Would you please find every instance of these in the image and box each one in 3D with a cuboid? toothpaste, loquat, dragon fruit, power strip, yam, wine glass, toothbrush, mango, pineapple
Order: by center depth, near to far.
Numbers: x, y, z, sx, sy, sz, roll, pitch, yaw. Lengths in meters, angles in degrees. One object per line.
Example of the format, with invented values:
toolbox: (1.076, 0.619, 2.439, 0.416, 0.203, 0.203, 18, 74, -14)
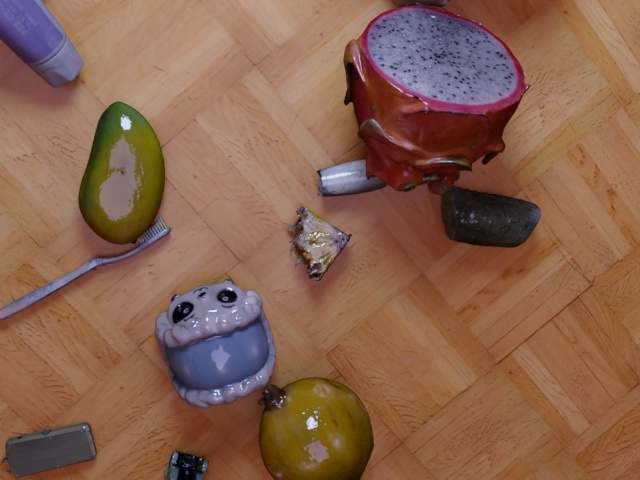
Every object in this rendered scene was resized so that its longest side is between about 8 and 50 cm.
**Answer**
toothpaste: (-0.486, -0.380, 1.026, 0.125, 0.080, 0.371, -52, 145, -14)
dragon fruit: (0.171, -0.219, 1.170, 0.305, 0.305, 0.226, 4, 140, -9)
mango: (-0.334, -0.110, 1.203, 0.137, 0.091, 0.237, 16, 98, -17)
toothbrush: (-0.438, 0.063, 1.253, 0.375, 0.028, 0.037, -29, 98, -2)
wine glass: (0.117, -0.123, 1.276, 0.262, 0.074, 0.074, -10, 102, -6)
loquat: (-0.022, 0.345, 1.279, 0.213, 0.213, 0.246, -42, 109, 1)
pineapple: (0.000, 0.000, 1.282, 0.116, 0.069, 0.137, -14, 101, -4)
yam: (0.311, -0.040, 1.304, 0.183, 0.107, 0.107, 7, 100, -11)
power strip: (-0.509, 0.391, 1.306, 0.169, 0.028, 0.076, -10, 102, -8)

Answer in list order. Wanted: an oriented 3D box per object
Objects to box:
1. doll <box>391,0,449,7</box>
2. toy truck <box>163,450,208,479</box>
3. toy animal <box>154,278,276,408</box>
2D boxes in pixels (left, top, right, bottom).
doll: (0.234, -0.494, 1.199, 0.278, 0.119, 0.154, -24, 90, -9)
toy truck: (-0.259, 0.473, 1.288, 0.077, 0.169, 0.100, 20, 104, -13)
toy animal: (-0.186, 0.184, 1.249, 0.208, 0.156, 0.204, -15, 106, -9)
